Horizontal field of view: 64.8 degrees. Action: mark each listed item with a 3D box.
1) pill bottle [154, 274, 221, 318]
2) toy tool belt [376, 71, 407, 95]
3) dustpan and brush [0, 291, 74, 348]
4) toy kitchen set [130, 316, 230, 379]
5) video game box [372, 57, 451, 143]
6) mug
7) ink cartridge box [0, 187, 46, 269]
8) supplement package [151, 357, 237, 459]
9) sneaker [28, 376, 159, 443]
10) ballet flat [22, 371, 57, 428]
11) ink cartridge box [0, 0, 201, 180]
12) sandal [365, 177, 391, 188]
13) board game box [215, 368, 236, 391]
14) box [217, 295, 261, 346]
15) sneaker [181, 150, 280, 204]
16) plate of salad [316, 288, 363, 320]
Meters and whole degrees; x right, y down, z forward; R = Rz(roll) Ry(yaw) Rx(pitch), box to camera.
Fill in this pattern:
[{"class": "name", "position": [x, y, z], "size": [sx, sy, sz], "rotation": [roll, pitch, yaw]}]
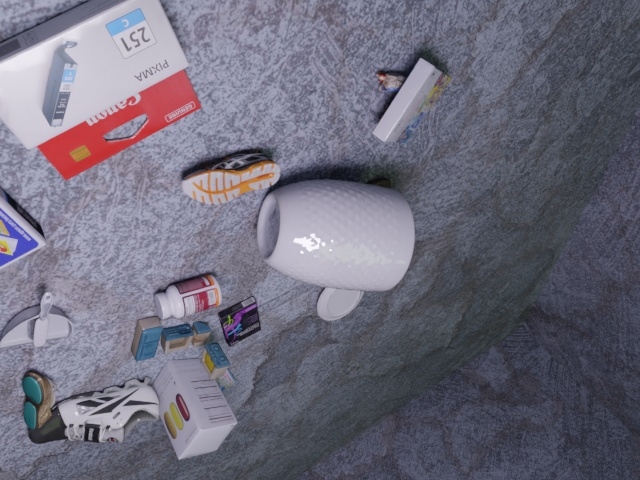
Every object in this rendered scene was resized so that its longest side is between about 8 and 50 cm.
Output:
[{"class": "pill bottle", "position": [-0.335, 0.145, 1.275], "size": [0.152, 0.086, 0.086], "rotation": [-15, 138, -31]}, {"class": "toy tool belt", "position": [0.166, -0.370, 1.204], "size": [0.083, 0.052, 0.051], "rotation": [-10, 127, -36]}, {"class": "dustpan and brush", "position": [-0.596, 0.169, 1.075], "size": [0.147, 0.060, 0.211], "rotation": [-5, 133, -40]}, {"class": "toy kitchen set", "position": [-0.365, 0.290, 1.336], "size": [0.207, 0.166, 0.122], "rotation": [-7, 134, -39]}, {"class": "video game box", "position": [0.231, -0.339, 1.255], "size": [0.205, 0.048, 0.187], "rotation": [-56, 161, 22]}, {"class": "mug", "position": [0.000, 0.000, 1.298], "size": [0.328, 0.276, 0.374], "rotation": [6, 157, -26]}, {"class": "ink cartridge box", "position": [-0.669, -0.018, 0.797], "size": [0.307, 0.072, 0.303], "rotation": [-30, 146, -11]}, {"class": "supplement package", "position": [-0.375, 0.483, 1.474], "size": [0.134, 0.244, 0.139], "rotation": [10, 121, -49]}, {"class": "sneaker", "position": [-0.598, 0.490, 1.363], "size": [0.330, 0.146, 0.122], "rotation": [-15, 140, -30]}, {"class": "ballet flat", "position": [-0.686, 0.378, 1.236], "size": [0.067, 0.073, 0.206], "rotation": [-40, 161, -54]}, {"class": "ink cartridge box", "position": [-0.359, -0.242, 0.838], "size": [0.296, 0.066, 0.261], "rotation": [-33, 144, -11]}, {"class": "sandal", "position": [0.118, -0.100, 1.451], "size": [0.219, 0.060, 0.090], "rotation": [-30, 144, -15]}, {"class": "board game box", "position": [-0.347, 0.459, 1.666], "size": [0.103, 0.026, 0.154], "rotation": [-30, 144, -15]}, {"class": "box", "position": [-0.242, 0.247, 1.527], "size": [0.116, 0.029, 0.162], "rotation": [-26, 144, -20]}, {"class": "sneaker", "position": [-0.197, -0.142, 1.093], "size": [0.215, 0.083, 0.084], "rotation": [-15, 139, -25]}, {"class": "plate of salad", "position": [0.067, 0.191, 1.743], "size": [0.200, 0.048, 0.200], "rotation": [-21, 130, -26]}]
